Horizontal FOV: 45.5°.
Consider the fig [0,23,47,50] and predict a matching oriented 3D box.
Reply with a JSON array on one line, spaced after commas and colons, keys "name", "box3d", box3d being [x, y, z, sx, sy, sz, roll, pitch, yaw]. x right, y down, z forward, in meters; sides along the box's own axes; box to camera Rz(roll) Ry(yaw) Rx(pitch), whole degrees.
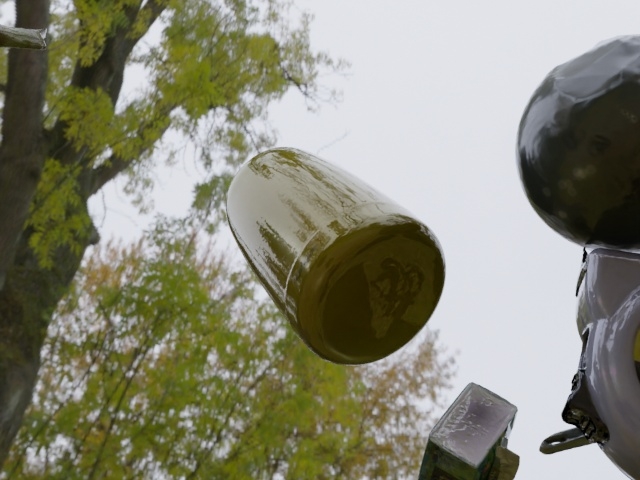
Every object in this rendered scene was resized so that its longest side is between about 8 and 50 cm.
[{"name": "fig", "box3d": [-0.298, -0.145, 0.476, 0.257, 0.159, 0.159, -1, -46, -39]}]

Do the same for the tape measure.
[{"name": "tape measure", "box3d": [0.274, 0.106, 0.566, 0.196, 0.178, 0.105, 16, -25, 17]}]

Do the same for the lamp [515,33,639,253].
[{"name": "lamp", "box3d": [0.283, -0.116, 0.686, 0.181, 0.314, 0.182, 15, -49, 19]}]

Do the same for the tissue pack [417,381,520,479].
[{"name": "tissue pack", "box3d": [0.144, 0.207, 0.714, 0.079, 0.085, 0.111, 28, -43, 25]}]

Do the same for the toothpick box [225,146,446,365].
[{"name": "toothpick box", "box3d": [0.000, 0.000, 0.859, 0.175, 0.271, 0.175, -14, -57, -23]}]
